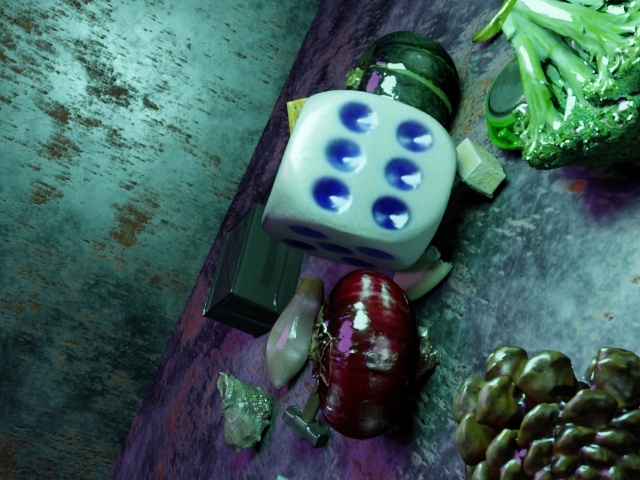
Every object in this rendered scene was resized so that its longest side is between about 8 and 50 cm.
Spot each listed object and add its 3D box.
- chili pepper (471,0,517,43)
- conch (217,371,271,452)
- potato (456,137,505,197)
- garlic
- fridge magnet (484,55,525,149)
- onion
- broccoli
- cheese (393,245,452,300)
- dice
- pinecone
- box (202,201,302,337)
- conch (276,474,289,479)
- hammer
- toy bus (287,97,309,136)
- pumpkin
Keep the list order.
[{"bbox_3d":[0.412,-0.515,1.264,0.202,0.050,0.052,-54,-14,20],"label":"chili pepper"},{"bbox_3d":[-0.223,0.454,1.559,0.163,0.245,0.178,-34,25,-32],"label":"conch"},{"bbox_3d":[0.300,-0.139,1.093,0.061,0.086,0.122,-58,17,26],"label":"potato"},{"bbox_3d":[-0.068,0.238,1.550,0.143,0.112,0.318,-31,29,59],"label":"garlic"},{"bbox_3d":[0.376,-0.263,1.035,0.208,0.088,0.208,-49,27,37],"label":"fridge magnet"},{"bbox_3d":[0.093,0.211,1.053,0.314,0.232,0.314,-170,90,-89],"label":"onion"},{"bbox_3d":[0.380,-0.242,0.799,0.308,0.275,0.308,-47,-3,-4],"label":"broccoli"},{"bbox_3d":[0.172,0.103,1.181,0.235,0.049,0.127,-56,24,21],"label":"cheese"},{"bbox_3d":[0.068,-0.105,1.126,0.304,0.304,0.277,134,155,-78],"label":"dice"},{"bbox_3d":[0.266,0.219,0.631,0.244,0.243,0.309,-65,10,1],"label":"pinecone"},{"bbox_3d":[-0.209,0.099,1.849,0.251,0.204,0.345,-36,36,51],"label":"box"},{"bbox_3d":[-0.047,0.578,1.139,0.116,0.105,0.173,164,115,-85],"label":"conch"},{"bbox_3d":[0.023,0.273,1.245,0.111,0.043,0.366,32,106,37],"label":"hammer"},{"bbox_3d":[0.058,-0.318,1.542,0.123,0.335,0.121,-4,94,43],"label":"toy bus"},{"bbox_3d":[0.176,-0.329,1.354,0.323,0.241,0.323,-52,22,31],"label":"pumpkin"}]
